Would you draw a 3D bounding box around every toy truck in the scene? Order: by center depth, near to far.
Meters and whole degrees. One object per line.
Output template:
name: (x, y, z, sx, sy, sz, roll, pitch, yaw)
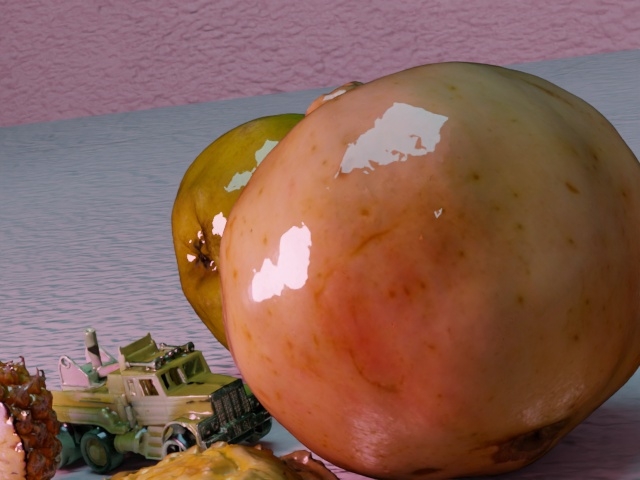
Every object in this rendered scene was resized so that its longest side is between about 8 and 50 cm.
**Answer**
toy truck: (-0.179, 0.159, 2.008, 0.259, 0.135, 0.128, 5, 21, 42)

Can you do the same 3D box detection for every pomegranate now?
pomegranate: (0.093, 0.021, 1.768, 0.411, 0.411, 0.411, -12, 13, 3)

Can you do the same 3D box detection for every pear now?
pear: (0.000, 0.000, 2.196, 0.287, 0.287, 0.375, 1, 6, 45)

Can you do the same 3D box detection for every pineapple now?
pineapple: (-0.305, 0.184, 1.933, 0.161, 0.176, 0.137, -1, 14, 34)

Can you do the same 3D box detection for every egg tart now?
egg tart: (-0.108, 0.237, 1.678, 0.291, 0.107, 0.291, -12, 13, 3)
